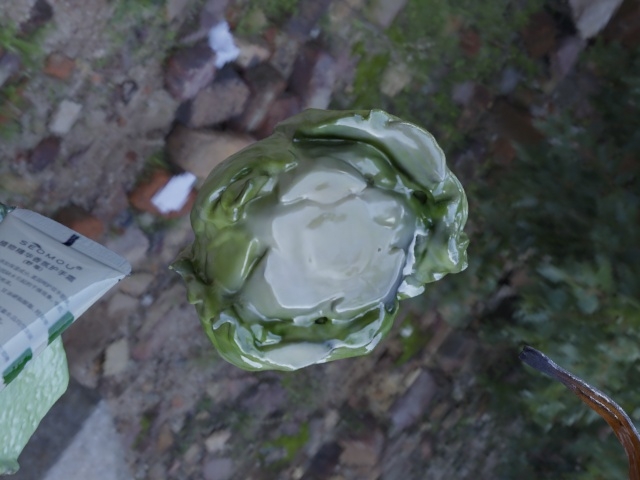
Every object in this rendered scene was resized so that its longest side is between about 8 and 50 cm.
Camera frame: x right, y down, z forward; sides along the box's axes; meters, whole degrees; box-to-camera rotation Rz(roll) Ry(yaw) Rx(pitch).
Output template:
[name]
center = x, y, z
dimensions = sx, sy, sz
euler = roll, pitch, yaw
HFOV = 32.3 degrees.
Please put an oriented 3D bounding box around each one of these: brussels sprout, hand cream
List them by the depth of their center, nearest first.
[hand cream]
center = -0.218, 0.073, 0.637
dimensions = 0.276, 0.095, 0.059
euler = -53, 166, -45
[brussels sprout]
center = -0.006, -0.010, 1.617
dimensions = 0.425, 0.361, 0.342
euler = -31, 104, 0

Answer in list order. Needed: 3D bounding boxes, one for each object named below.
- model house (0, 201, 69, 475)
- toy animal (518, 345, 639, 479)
[model house]
center = -0.335, 0.096, 0.928
dimensions = 0.189, 0.195, 0.214
euler = -86, 175, -60
[toy animal]
center = 0.302, 0.280, 1.051
dimensions = 0.225, 0.302, 0.284
euler = 90, 18, -73
